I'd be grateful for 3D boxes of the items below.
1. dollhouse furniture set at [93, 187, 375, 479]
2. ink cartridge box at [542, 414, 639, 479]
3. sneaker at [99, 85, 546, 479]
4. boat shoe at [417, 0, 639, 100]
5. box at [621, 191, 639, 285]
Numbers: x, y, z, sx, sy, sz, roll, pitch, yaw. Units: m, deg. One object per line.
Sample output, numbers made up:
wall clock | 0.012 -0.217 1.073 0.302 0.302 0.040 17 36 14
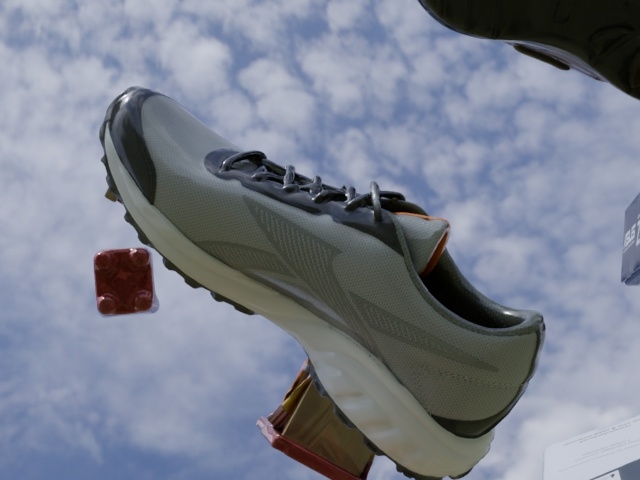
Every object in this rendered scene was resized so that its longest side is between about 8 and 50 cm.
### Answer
dollhouse furniture set | -0.072 0.075 1.053 0.374 0.152 0.201 31 -96 -6
ink cartridge box | 0.354 0.381 1.060 0.166 0.395 0.286 -24 -87 15
sneaker | 0.000 0.000 0.545 0.271 0.100 0.108 39 -66 9
boat shoe | 0.209 -0.198 0.843 0.323 0.120 0.123 17 -78 -20
box | 0.456 -0.017 0.905 0.318 0.097 0.395 5 -10 9
